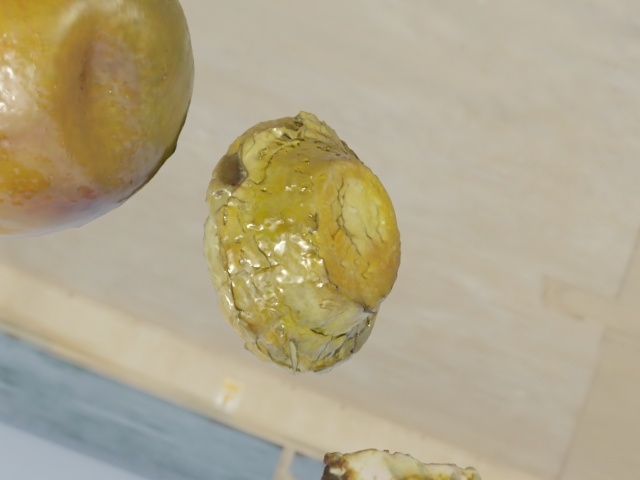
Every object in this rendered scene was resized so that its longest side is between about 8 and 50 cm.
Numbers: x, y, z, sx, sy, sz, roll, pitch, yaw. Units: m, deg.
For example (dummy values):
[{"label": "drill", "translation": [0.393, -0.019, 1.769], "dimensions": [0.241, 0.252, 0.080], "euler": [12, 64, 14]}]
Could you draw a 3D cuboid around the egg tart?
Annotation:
[{"label": "egg tart", "translation": [0.000, 0.000, 1.818], "dimensions": [0.116, 0.295, 0.295], "euler": [-13, 150, 39]}]

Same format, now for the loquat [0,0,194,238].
[{"label": "loquat", "translation": [-0.255, -0.142, 1.469], "dimensions": [0.276, 0.284, 0.276], "euler": [31, 141, 29]}]

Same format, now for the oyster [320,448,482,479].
[{"label": "oyster", "translation": [0.114, 0.297, 1.540], "dimensions": [0.354, 0.201, 0.107], "euler": [14, 132, -37]}]
